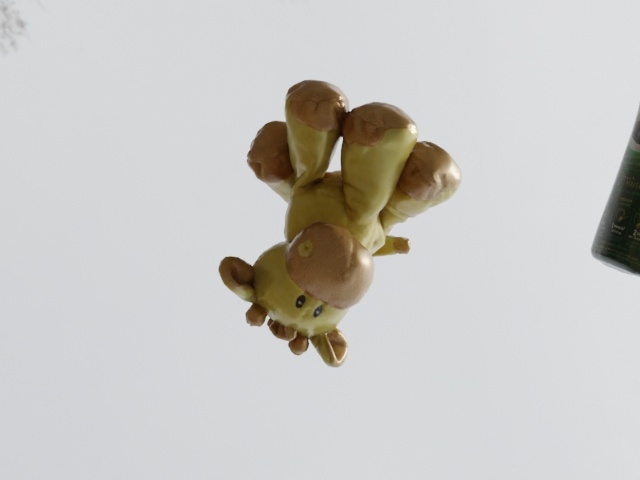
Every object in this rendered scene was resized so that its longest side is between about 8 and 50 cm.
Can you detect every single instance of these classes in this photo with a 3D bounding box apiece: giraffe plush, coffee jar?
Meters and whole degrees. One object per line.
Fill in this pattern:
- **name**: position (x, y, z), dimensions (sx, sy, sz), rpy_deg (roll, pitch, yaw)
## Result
- **giraffe plush**: position (0.000, 0.000, 0.831), dimensions (0.181, 0.210, 0.170), rpy_deg (22, -127, 3)
- **coffee jar**: position (0.270, -0.060, 0.738), dimensions (0.096, 0.079, 0.184), rpy_deg (-140, -116, -72)
